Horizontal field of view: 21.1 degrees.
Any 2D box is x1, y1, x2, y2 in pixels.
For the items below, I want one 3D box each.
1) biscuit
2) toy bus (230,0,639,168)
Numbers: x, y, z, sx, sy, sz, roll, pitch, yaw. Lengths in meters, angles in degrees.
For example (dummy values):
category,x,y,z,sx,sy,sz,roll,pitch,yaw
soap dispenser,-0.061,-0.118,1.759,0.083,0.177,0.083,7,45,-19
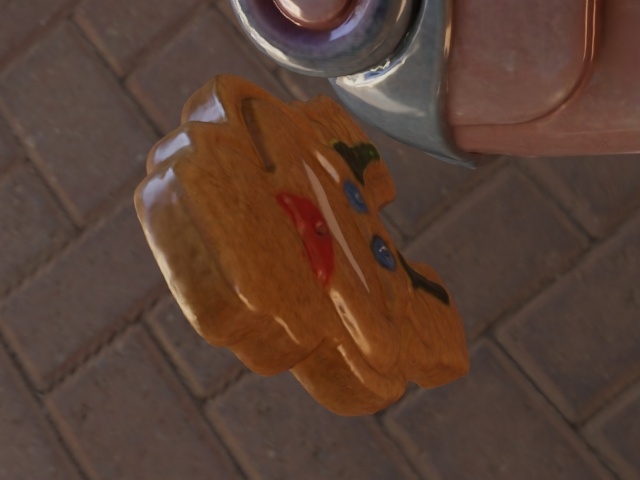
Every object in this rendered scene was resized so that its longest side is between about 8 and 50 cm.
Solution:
category,x,y,z,sx,sy,sz,roll,pitch,yaw
biscuit,0.000,0.000,0.957,0.047,0.334,0.202,-29,80,20
toy bus,0.111,-0.165,0.605,0.232,0.197,0.294,10,107,23
